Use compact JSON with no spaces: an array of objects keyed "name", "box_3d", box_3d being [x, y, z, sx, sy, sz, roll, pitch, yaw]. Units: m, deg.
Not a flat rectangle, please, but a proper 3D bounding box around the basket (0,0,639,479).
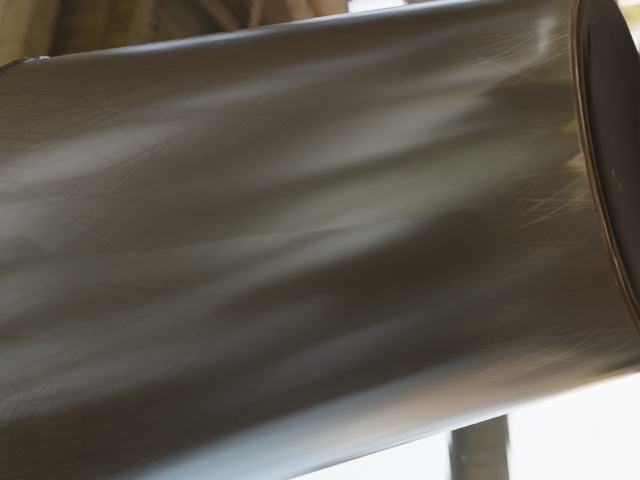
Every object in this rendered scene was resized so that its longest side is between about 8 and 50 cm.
[{"name":"basket","box_3d":[0.000,0.000,0.526,0.154,0.227,0.204,53,-146,-44]}]
